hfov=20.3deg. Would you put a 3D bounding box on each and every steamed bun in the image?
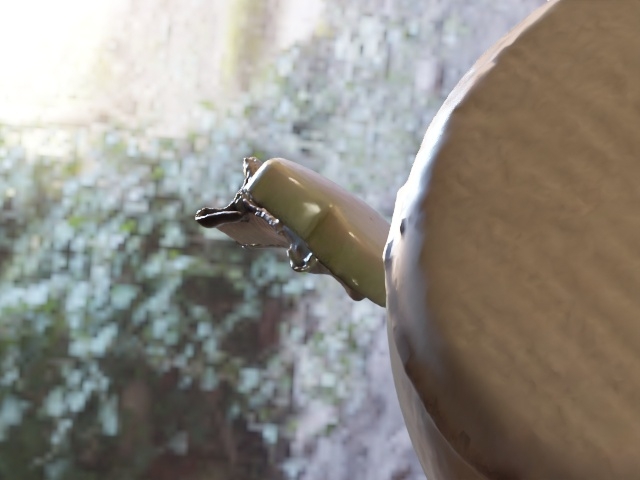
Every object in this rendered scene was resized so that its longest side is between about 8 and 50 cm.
[{"bbox_3d":[0.220,0.039,0.829,0.374,0.374,0.241,-98,-17,-44],"label":"steamed bun"}]

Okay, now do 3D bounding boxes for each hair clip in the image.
[{"bbox_3d":[0.003,0.000,1.169,0.071,0.159,0.218,-60,28,1],"label":"hair clip"}]
